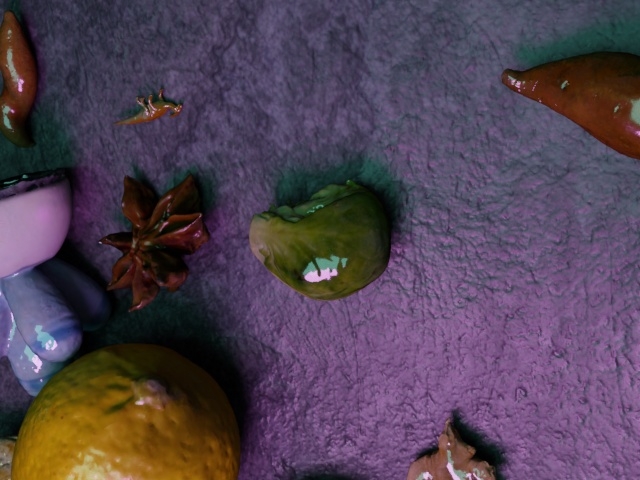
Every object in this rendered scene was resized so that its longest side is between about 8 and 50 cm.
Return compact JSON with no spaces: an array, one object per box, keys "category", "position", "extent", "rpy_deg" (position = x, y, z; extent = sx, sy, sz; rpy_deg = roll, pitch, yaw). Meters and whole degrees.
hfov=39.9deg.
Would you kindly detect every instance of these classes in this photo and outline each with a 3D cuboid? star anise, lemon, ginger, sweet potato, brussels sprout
[{"category":"star anise","position":[-0.226,0.002,1.230],"extent":[0.212,0.111,0.196],"rpy_deg":[-10,81,54]},{"category":"lemon","position":[-0.266,0.307,1.226],"extent":[0.336,0.336,0.336],"rpy_deg":[6,106,21]},{"category":"ginger","position":[0.202,0.351,1.179],"extent":[0.214,0.059,0.133],"rpy_deg":[48,120,5]},{"category":"sweet potato","position":[0.368,-0.137,0.954],"extent":[0.359,0.112,0.112],"rpy_deg":[20,111,19]},{"category":"brussels sprout","position":[0.003,0.008,1.125],"extent":[0.183,0.131,0.145],"rpy_deg":[-18,92,20]},{"category":"sweet potato","position":[-0.443,-0.232,1.283],"extent":[0.058,0.055,0.202],"rpy_deg":[34,123,51]}]

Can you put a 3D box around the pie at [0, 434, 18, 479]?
[{"category":"pie","position":[-0.471,0.445,1.399],"extent":[0.257,0.105,0.274],"rpy_deg":[-8,90,25]}]

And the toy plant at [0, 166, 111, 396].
[{"category":"toy plant","position":[-0.435,0.077,1.280],"extent":[0.247,0.247,0.332],"rpy_deg":[-9,105,24]}]

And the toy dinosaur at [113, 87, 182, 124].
[{"category":"toy dinosaur","position":[-0.246,-0.185,1.230],"extent":[0.113,0.026,0.041],"rpy_deg":[-8,118,15]}]
